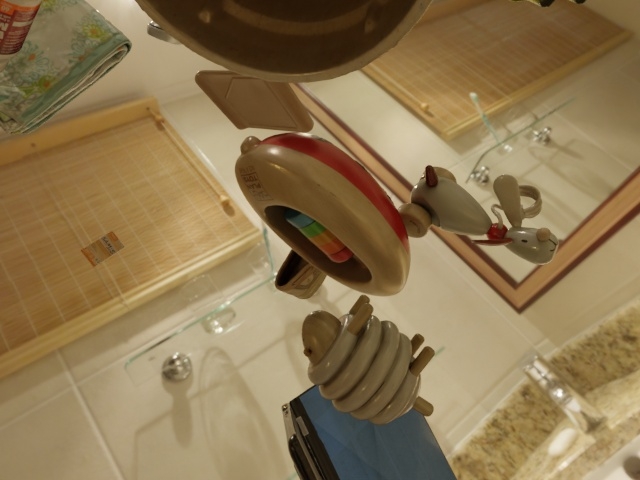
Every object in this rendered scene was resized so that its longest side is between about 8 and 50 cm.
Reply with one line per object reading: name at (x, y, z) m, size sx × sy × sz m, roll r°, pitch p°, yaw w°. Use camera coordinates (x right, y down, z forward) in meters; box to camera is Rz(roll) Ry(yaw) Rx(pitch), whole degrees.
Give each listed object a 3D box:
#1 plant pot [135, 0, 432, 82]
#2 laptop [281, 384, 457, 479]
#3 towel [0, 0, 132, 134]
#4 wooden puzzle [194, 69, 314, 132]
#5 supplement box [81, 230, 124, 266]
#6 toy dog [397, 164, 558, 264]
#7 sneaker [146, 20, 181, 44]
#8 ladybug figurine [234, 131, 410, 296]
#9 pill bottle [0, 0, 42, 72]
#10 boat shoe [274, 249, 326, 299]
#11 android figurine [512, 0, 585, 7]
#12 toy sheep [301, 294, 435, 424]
plant pot at (-0.018, -0.383, 0.412) m, size 0.334 × 0.333 × 0.305 m, roll 98°, pitch -171°, yaw -58°
laptop at (0.129, 0.366, 0.635) m, size 0.236 × 0.382 × 0.408 m, roll -26°, pitch -9°, yaw -11°
towel at (-0.704, -0.470, 1.049) m, size 0.374 × 0.320 × 0.090 m, roll -52°, pitch 10°, yaw -22°
wooden puzzle at (-0.158, -0.349, 1.099) m, size 0.221 × 0.238 × 0.044 m, roll 45°, pitch -122°, yaw -57°
supplement box at (-0.634, 0.024, 1.289) m, size 0.098 × 0.062 × 0.036 m, roll -42°, pitch 14°, yaw -32°
toy dog at (0.320, -0.071, 0.915) m, size 0.161 × 0.333 × 0.220 m, roll 75°, pitch -157°, yaw -59°
sneaker at (-0.390, -0.597, 1.199) m, size 0.258 × 0.094 × 0.091 m, roll -78°, pitch 9°, yaw -59°
ladybug figurine at (0.023, -0.057, 0.889) m, size 0.449 × 0.305 × 0.162 m, roll 44°, pitch -114°, yaw -31°
pill bottle at (-0.645, -0.440, 0.870) m, size 0.221 × 0.121 × 0.121 m, roll -33°, pitch -14°, yaw 34°
boat shoe at (0.000, 0.000, 1.171) m, size 0.110 × 0.121 × 0.341 m, roll 27°, pitch -87°, yaw -48°
android figurine at (0.435, -0.565, 0.939) m, size 0.248 × 0.273 × 0.056 m, roll -11°, pitch -43°, yaw -12°
toy sheep at (0.040, 0.102, 0.359) m, size 0.091 × 0.132 × 0.091 m, roll -54°, pitch 0°, yaw 0°
